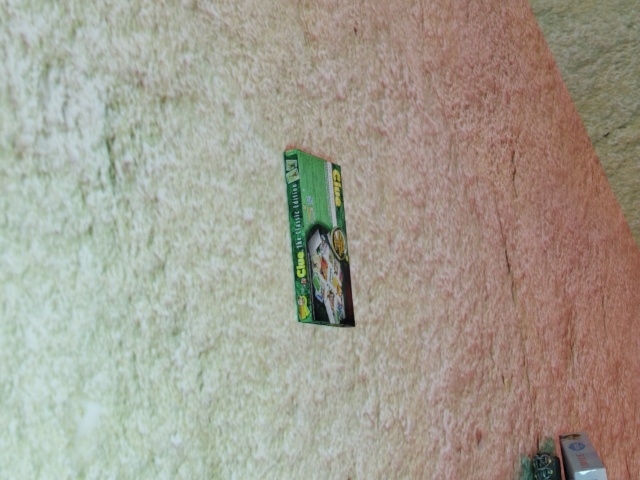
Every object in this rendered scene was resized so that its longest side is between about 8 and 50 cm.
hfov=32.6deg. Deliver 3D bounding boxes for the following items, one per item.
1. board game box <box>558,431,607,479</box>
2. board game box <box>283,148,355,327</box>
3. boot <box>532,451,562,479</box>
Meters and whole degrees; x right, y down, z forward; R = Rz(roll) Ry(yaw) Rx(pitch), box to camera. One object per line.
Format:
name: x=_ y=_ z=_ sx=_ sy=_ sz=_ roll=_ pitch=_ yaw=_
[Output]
board game box: x=0.564 y=0.591 z=2.277 sx=0.318 sy=0.065 sz=0.318 roll=-21 pitch=103 yaw=-83
board game box: x=0.000 y=0.000 z=1.659 sx=0.136 sy=0.030 sz=0.260 roll=14 pitch=67 yaw=-56
boot: x=0.461 y=0.548 z=2.227 sx=0.263 sy=0.091 sz=0.229 roll=21 pitch=60 yaw=-69
